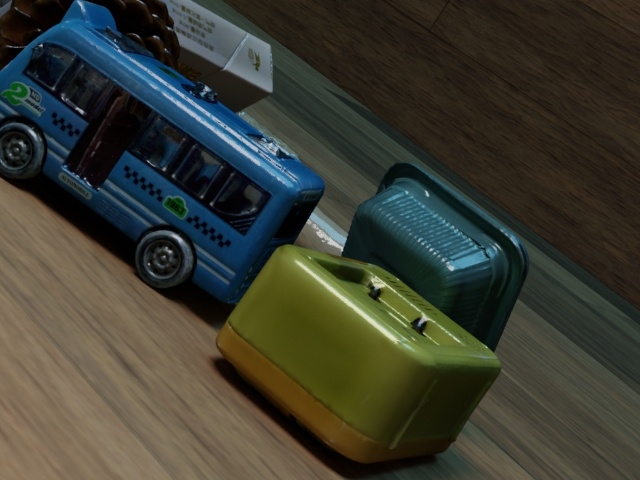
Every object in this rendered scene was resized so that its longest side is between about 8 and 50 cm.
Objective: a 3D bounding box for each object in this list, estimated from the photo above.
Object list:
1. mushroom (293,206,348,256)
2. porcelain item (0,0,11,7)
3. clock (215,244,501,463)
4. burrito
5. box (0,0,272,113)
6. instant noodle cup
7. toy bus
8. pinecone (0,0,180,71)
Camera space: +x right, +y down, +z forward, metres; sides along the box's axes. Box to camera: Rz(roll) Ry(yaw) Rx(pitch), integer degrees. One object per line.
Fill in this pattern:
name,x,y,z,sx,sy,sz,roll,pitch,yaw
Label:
mushroom,0.000,0.000,1.309,0.209,0.071,0.084,38,-21,9
porcelain item,-0.425,-0.416,1.438,0.405,0.242,0.178,36,34,-7
clock,0.031,0.080,0.935,0.143,0.096,0.202,35,9,23
burrito,-0.081,-0.124,1.682,0.041,0.055,0.149,-17,45,-36
box,-0.184,-0.189,1.357,0.243,0.155,0.067,23,56,-41
instant noodle cup,0.071,0.044,1.088,0.070,0.179,0.157,-16,44,-42
toy bus,-0.126,-0.063,1.008,0.246,0.134,0.113,37,10,10
pinecone,-0.207,-0.155,1.168,0.163,0.163,0.165,31,24,-14
